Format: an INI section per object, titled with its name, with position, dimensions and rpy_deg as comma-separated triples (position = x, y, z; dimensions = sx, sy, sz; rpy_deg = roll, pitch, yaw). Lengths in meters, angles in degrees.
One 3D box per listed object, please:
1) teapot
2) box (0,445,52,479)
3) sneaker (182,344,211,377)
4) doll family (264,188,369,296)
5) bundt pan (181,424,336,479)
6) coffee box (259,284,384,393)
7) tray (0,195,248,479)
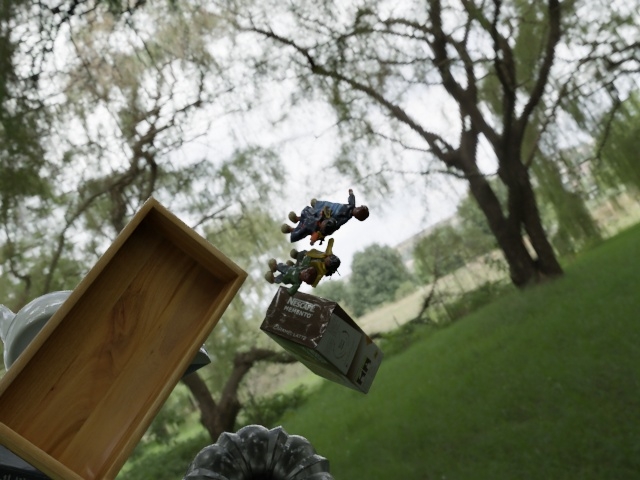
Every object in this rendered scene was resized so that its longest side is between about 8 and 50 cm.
[teapot]
position = -0.518, 0.205, 1.567
dimensions = 0.252, 0.256, 0.187
rpy_deg = -28, 22, -3
[box]
position = -0.473, 0.362, 1.274
dimensions = 0.153, 0.207, 0.108
rpy_deg = -89, 21, -54
[sneaker]
position = -0.327, 0.140, 1.411
dimensions = 0.127, 0.182, 0.315
rpy_deg = -27, -32, 12
[doll family]
position = 0.000, 0.000, 1.121
dimensions = 0.111, 0.193, 0.076
rpy_deg = 2, -21, 46
[bundt pan]
position = -0.108, 0.478, 1.374
dimensions = 0.331, 0.331, 0.124
rpy_deg = -24, -32, -29
[coffee box]
position = 0.008, 0.197, 1.481
dimensions = 0.098, 0.141, 0.246
rpy_deg = -63, -35, -18
[tray]
position = -0.298, 0.150, 1.127
dimensions = 0.076, 0.203, 0.411
rpy_deg = -32, 22, 54
